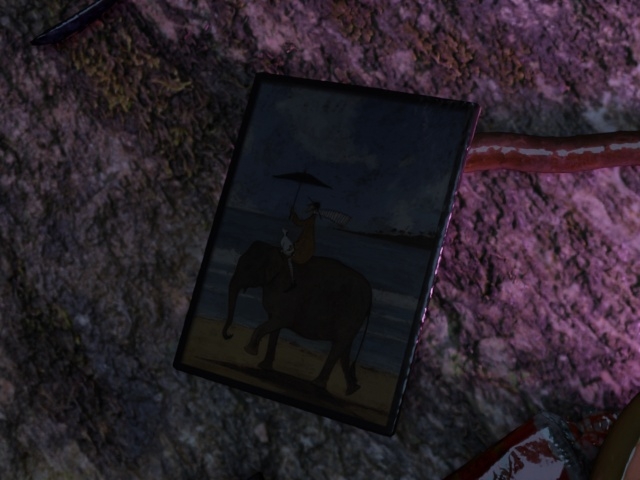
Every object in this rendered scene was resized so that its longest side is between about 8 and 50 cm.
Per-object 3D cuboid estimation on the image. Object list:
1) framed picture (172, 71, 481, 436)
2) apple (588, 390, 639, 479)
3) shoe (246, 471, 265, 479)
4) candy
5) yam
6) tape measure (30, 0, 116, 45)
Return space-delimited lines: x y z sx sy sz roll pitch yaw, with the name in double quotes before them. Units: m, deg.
"framed picture" 0.000 0.000 0.876 0.265 0.016 0.347 14 83 24
"apple" 0.378 0.243 0.710 0.295 0.233 0.258 8 69 19
"shoe" -0.058 0.279 0.832 0.241 0.108 0.093 17 83 3
"candy" 0.178 0.244 0.824 0.292 0.059 0.086 -36 80 3
"yam" 0.241 -0.094 0.872 0.326 0.045 0.045 -3 60 8
"tape measure" -0.210 -0.369 0.913 0.351 0.215 0.098 -24 38 6
